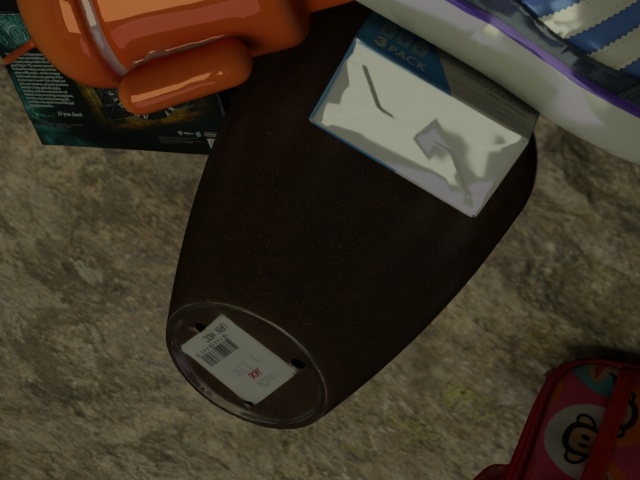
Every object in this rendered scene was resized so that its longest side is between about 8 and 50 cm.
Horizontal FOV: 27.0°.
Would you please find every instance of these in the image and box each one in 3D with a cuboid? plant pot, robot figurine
[{"bbox_3d":[0.000,0.000,0.852,0.215,0.230,0.215,18,138,17],"label":"plant pot"},{"bbox_3d":[-0.087,-0.164,0.795,0.219,0.128,0.158,-12,101,11],"label":"robot figurine"}]

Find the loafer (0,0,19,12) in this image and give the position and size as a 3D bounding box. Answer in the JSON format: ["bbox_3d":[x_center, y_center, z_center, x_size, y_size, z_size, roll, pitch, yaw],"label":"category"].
[{"bbox_3d":[-0.202,-0.194,0.914,0.223,0.076,0.078,13,173,11],"label":"loafer"}]

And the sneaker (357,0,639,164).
[{"bbox_3d":[0.166,-0.180,0.650,0.323,0.130,0.236,25,129,-10],"label":"sneaker"}]

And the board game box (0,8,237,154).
[{"bbox_3d":[-0.150,-0.122,0.979,0.186,0.026,0.126,6,133,28],"label":"board game box"}]

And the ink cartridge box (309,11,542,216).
[{"bbox_3d":[0.077,-0.102,0.752,0.104,0.181,0.061,31,126,0],"label":"ink cartridge box"}]

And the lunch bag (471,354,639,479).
[{"bbox_3d":[0.206,0.224,0.907,0.258,0.293,0.120,16,142,17],"label":"lunch bag"}]
